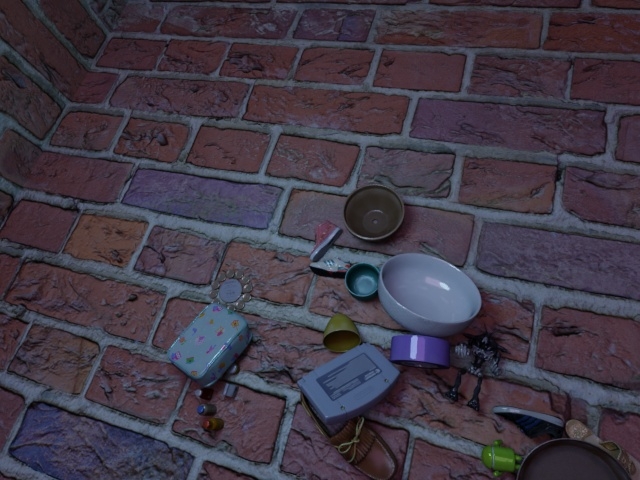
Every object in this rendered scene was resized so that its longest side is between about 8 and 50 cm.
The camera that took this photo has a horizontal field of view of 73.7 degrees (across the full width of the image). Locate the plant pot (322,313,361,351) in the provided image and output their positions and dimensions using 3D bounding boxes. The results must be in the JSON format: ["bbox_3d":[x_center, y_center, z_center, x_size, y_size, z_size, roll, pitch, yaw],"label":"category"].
[{"bbox_3d":[0.073,0.317,1.509,0.134,0.134,0.095,-11,42,8],"label":"plant pot"}]

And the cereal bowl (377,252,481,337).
[{"bbox_3d":[0.350,0.199,1.437,0.339,0.141,0.339,7,35,-5],"label":"cereal bowl"}]

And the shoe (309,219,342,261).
[{"bbox_3d":[0.000,0.000,1.687,0.081,0.063,0.178,35,73,24],"label":"shoe"}]

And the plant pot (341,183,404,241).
[{"bbox_3d":[0.207,-0.092,1.651,0.238,0.109,0.237,-5,66,11],"label":"plant pot"}]

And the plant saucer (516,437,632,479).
[{"bbox_3d":[0.715,0.719,1.204,0.311,0.050,0.310,-3,77,13],"label":"plant saucer"}]

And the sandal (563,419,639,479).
[{"bbox_3d":[0.828,0.614,1.229,0.240,0.079,0.088,37,79,23],"label":"sandal"}]

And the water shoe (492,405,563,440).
[{"bbox_3d":[0.630,0.559,1.301,0.203,0.073,0.080,7,72,16],"label":"water shoe"}]

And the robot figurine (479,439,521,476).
[{"bbox_3d":[0.539,0.655,1.283,0.115,0.067,0.101,2,78,14],"label":"robot figurine"}]

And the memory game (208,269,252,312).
[{"bbox_3d":[-0.359,0.202,1.707,0.186,0.012,0.186,-5,67,11],"label":"memory game"}]

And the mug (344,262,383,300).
[{"bbox_3d":[0.173,0.156,1.560,0.158,0.097,0.129,3,68,13],"label":"mug"}]

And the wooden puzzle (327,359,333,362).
[{"bbox_3d":[0.041,0.463,1.510,0.049,0.006,0.083,13,71,18],"label":"wooden puzzle"}]

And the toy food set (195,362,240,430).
[{"bbox_3d":[-0.372,0.542,1.515,0.111,0.104,0.232,13,71,17],"label":"toy food set"}]

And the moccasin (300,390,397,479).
[{"bbox_3d":[0.083,0.604,1.363,0.139,0.147,0.380,-42,65,-7],"label":"moccasin"}]

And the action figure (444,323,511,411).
[{"bbox_3d":[0.505,0.392,1.364,0.164,0.141,0.275,21,77,21],"label":"action figure"}]

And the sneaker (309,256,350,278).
[{"bbox_3d":[0.040,0.097,1.646,0.161,0.057,0.075,7,53,17],"label":"sneaker"}]

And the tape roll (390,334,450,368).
[{"bbox_3d":[0.323,0.365,1.388,0.189,0.189,0.080,3,69,14],"label":"tape roll"}]

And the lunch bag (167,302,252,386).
[{"bbox_3d":[-0.401,0.371,1.560,0.224,0.107,0.279,20,54,32],"label":"lunch bag"}]

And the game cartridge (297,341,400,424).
[{"bbox_3d":[0.100,0.460,1.381,0.297,0.062,0.198,-21,44,-27],"label":"game cartridge"}]
